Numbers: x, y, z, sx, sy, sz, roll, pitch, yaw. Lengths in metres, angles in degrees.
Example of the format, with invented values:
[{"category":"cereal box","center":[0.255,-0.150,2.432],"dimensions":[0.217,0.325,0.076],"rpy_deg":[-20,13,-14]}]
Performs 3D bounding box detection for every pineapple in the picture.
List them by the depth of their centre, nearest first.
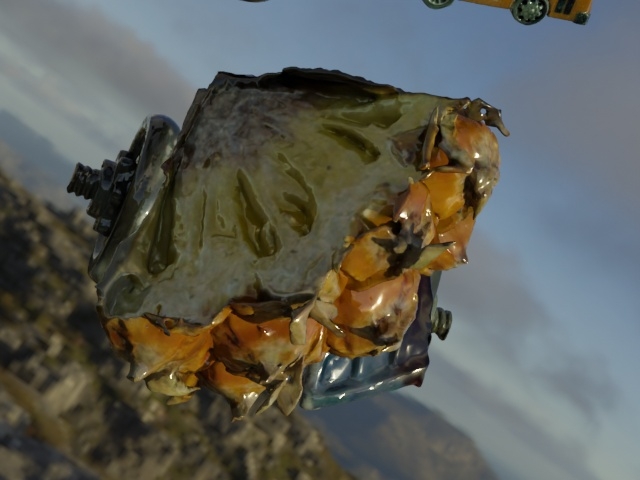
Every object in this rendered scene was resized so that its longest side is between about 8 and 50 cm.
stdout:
[{"category":"pineapple","center":[-0.013,-0.012,0.777],"dimensions":[0.186,0.236,0.114],"rpy_deg":[55,0,34]}]

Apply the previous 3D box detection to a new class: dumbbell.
[{"category":"dumbbell","center":[-0.055,0.013,1.421],"dimensions":[0.406,0.179,0.179],"rpy_deg":[22,1,-13]}]

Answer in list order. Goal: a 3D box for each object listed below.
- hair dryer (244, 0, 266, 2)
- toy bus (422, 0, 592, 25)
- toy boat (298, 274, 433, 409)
[{"category":"hair dryer","center":[-0.120,-0.324,1.368],"dimensions":[0.272,0.091,0.235],"rpy_deg":[33,-6,-23]},{"category":"toy bus","center":[0.152,-0.253,1.235],"dimensions":[0.182,0.103,0.091],"rpy_deg":[8,35,-16]},{"category":"toy boat","center":[0.000,0.000,1.005],"dimensions":[0.142,0.129,0.309],"rpy_deg":[7,42,-6]}]
